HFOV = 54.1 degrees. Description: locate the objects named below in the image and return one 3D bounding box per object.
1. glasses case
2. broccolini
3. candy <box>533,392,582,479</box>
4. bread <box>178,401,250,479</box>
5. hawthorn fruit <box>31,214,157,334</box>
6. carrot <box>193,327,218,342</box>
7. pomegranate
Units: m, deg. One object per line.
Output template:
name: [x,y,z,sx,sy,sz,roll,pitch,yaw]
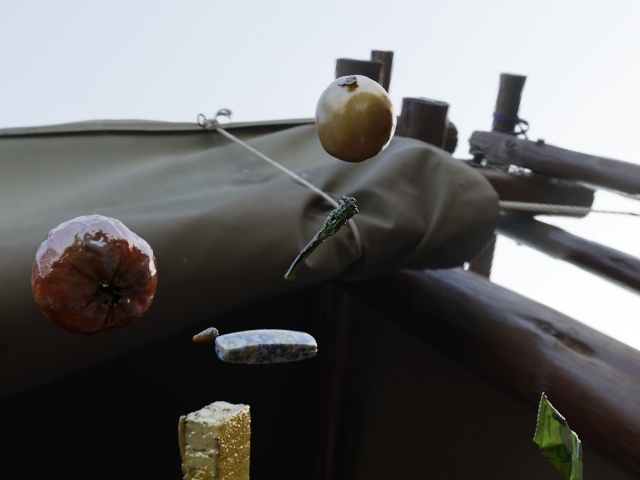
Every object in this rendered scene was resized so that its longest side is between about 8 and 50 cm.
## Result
glasses case: [-0.126,0.249,1.476,0.248,0.087,0.065,2,-69,-29]
broccolini: [0.000,0.000,1.403,0.054,0.051,0.239,36,-80,-24]
candy: [0.592,0.500,1.581,0.246,0.069,0.149,51,-142,-32]
bread: [-0.239,0.520,1.415,0.185,0.114,0.274,7,-99,-71]
hawthorn fruit: [-0.456,0.050,1.243,0.242,0.272,0.242,-16,-59,-29]
carrot: [-0.289,0.240,1.568,0.032,0.093,0.032,17,-117,-37]
pomegranate: [0.071,-0.268,1.376,0.191,0.191,0.191,-17,-61,-34]
